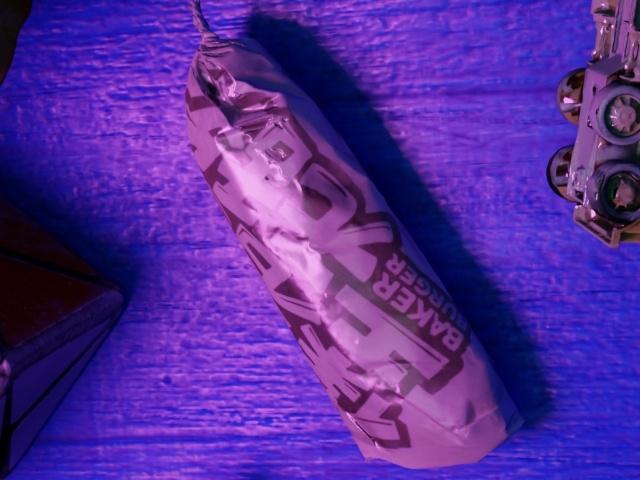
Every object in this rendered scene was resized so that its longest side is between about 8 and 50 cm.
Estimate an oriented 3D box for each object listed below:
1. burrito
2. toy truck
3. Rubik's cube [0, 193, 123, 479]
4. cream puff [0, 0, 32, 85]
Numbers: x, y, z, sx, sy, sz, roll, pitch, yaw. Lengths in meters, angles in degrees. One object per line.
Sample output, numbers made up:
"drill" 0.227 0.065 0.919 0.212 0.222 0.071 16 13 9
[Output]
"burrito" 0.000 0.000 1.378 0.139 0.101 0.445 -32 93 27
"toy truck" 0.259 -0.132 1.267 0.135 0.128 0.259 0 102 -8
"Rubik's cube" -0.366 0.096 1.436 0.259 0.255 0.260 36 111 8
"cream puff" -0.330 -0.175 1.234 0.324 0.257 0.291 -43 66 57
